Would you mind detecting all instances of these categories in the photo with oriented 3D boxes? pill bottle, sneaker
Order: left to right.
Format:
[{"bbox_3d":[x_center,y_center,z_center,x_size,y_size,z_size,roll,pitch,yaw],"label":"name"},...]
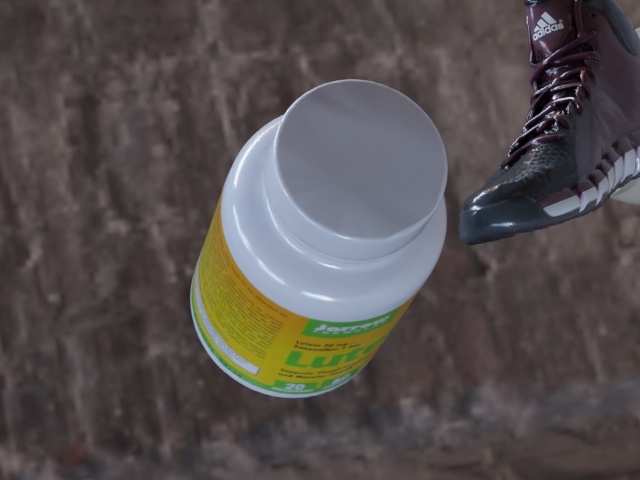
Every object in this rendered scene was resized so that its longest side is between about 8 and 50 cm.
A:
[{"bbox_3d":[0.000,0.000,1.071,0.246,0.136,0.136,117,143,-65],"label":"pill bottle"},{"bbox_3d":[0.169,-0.103,1.297,0.106,0.281,0.162,-16,97,39],"label":"sneaker"}]

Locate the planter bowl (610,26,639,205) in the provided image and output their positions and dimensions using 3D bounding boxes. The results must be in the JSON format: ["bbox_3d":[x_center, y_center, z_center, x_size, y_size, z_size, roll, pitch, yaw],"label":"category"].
[{"bbox_3d":[0.272,-0.099,1.506,0.162,0.109,0.162,32,132,44],"label":"planter bowl"}]
